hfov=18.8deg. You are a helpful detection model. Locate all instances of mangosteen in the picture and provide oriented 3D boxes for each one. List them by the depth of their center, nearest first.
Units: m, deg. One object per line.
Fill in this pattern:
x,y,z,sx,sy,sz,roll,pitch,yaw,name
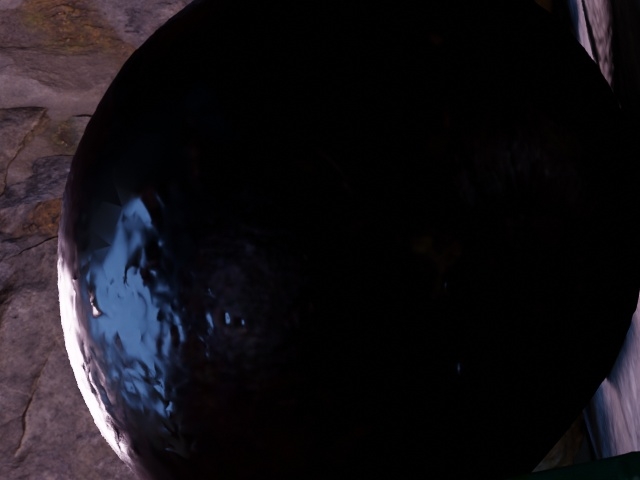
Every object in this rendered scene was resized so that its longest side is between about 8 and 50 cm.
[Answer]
0.006,-0.002,0.944,0.293,0.297,0.297,38,152,39,mangosteen

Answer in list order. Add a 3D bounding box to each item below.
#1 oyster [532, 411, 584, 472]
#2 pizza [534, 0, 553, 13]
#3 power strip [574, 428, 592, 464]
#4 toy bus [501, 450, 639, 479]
0.136,0.036,1.394,0.214,0.083,0.223,-115,29,-56,oyster
0.107,-0.138,1.205,0.188,0.080,0.204,117,159,-52,pizza
0.041,0.226,1.469,0.357,0.357,0.161,-100,0,-56,power strip
0.106,0.226,0.911,0.343,0.199,0.184,81,179,-65,toy bus
